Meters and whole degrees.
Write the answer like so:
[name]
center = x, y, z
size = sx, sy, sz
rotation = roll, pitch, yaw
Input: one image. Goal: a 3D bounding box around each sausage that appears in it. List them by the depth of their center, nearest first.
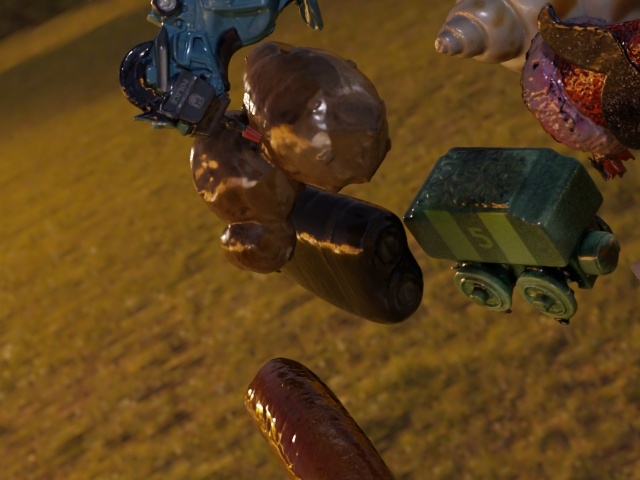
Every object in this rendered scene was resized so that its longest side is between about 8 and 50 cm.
[sausage]
center = 0.004, 0.184, 1.458
size = 0.076, 0.103, 0.302
rotation = -31, 30, -6

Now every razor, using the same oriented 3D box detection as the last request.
[razor]
center = -0.001, 0.001, 2.444
size = 0.113, 0.204, 0.349
rotation = -43, 38, -20

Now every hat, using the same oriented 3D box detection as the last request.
[hat]
center = 0.261, -0.145, 1.406
size = 0.129, 0.140, 0.227
rotation = -12, -10, -25

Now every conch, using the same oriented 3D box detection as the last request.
[conch]
center = 0.216, -0.241, 1.565
size = 0.275, 0.149, 0.183
rotation = -53, 26, -15

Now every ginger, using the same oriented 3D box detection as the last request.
[ginger]
center = -0.054, -0.108, 2.150
size = 0.155, 0.244, 0.304
rotation = -11, -33, -51

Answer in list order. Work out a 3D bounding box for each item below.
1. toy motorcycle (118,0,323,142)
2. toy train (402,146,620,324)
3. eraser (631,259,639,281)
[toy motorcycle]
center = -0.100, -0.230, 1.864
size = 0.272, 0.182, 0.123
rotation = -64, 8, -3
[toy train]
center = 0.269, -0.013, 2.391
size = 0.299, 0.238, 0.167
rotation = 1, 50, 45
[eraser]
center = 0.348, 0.058, 1.716
size = 0.027, 0.099, 0.019
rotation = -36, 19, 12
